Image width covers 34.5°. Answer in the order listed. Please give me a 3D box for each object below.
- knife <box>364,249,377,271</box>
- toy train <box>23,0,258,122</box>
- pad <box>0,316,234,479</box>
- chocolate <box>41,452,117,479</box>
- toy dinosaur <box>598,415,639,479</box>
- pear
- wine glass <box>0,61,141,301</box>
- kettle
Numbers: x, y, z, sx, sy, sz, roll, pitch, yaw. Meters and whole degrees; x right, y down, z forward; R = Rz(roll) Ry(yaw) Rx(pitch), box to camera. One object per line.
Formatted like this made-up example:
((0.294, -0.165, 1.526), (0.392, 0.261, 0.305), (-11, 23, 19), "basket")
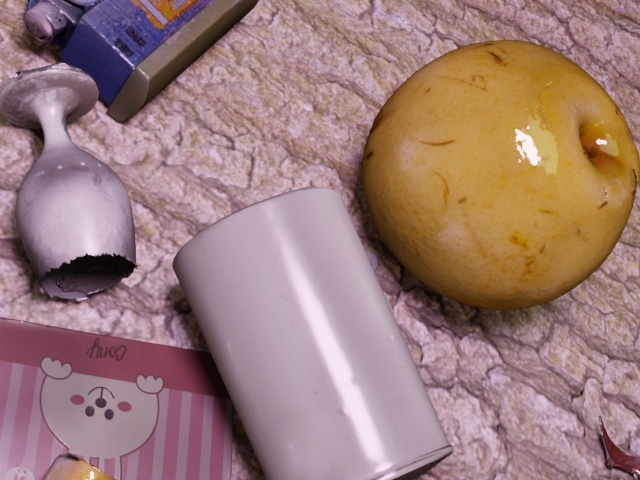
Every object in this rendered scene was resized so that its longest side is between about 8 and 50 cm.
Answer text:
((0.000, 0.000, 1.297), (0.162, 0.023, 0.044), (26, 56, -13), "knife")
((-0.222, -0.298, 1.294), (0.202, 0.131, 0.299), (44, 52, -8), "toy train")
((-0.231, 0.188, 1.074), (0.300, 0.005, 0.202), (13, 57, -21), "pad")
((-0.266, 0.306, 0.947), (0.086, 0.085, 0.219), (34, 60, -7), "chocolate")
((0.430, 0.316, 1.341), (0.108, 0.032, 0.220), (-34, 84, -41), "toy dinosaur")
((0.223, -0.082, 1.286), (0.348, 0.348, 0.348), (13, 57, -21), "pear")
((-0.276, -0.063, 1.123), (0.126, 0.126, 0.241), (-3, 63, -30), "wine glass")
((-0.004, 0.132, 1.135), (0.205, 0.265, 0.318), (-25, 74, -4), "kettle")
